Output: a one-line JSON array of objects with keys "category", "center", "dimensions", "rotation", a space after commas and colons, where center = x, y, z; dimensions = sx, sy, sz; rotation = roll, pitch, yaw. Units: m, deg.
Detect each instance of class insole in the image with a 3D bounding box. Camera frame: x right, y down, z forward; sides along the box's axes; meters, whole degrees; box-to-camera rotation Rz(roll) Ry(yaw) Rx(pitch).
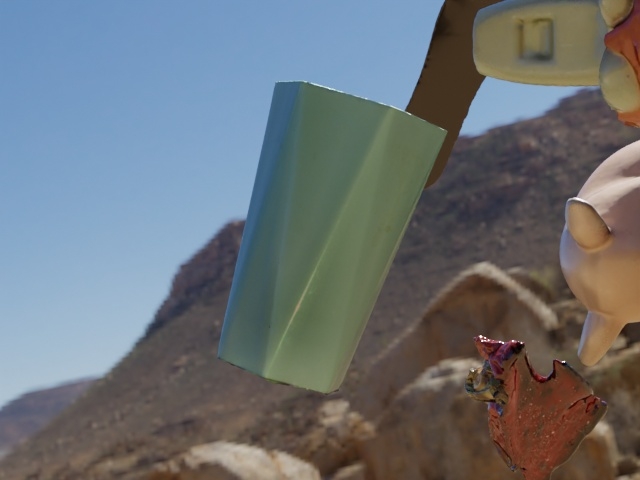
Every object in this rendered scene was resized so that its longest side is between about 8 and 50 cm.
[{"category": "insole", "center": [0.170, -0.213, 1.527], "dimensions": [0.119, 0.348, 0.009], "rotation": [14, 21, -28]}]

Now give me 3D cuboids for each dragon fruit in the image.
[{"category": "dragon fruit", "center": [0.209, 0.168, 1.263], "dimensions": [0.122, 0.092, 0.192], "rotation": [-2, -37, 23]}]

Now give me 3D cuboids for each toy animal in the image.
[{"category": "toy animal", "center": [0.315, -0.012, 1.240], "dimensions": [0.154, 0.166, 0.250], "rotation": [-16, 15, 38]}]

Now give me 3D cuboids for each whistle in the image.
[{"category": "whistle", "center": [0.196, -0.108, 0.651], "dimensions": [0.253, 0.102, 0.106], "rotation": [4, -19, 32]}]

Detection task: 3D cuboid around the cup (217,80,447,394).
[{"category": "cup", "center": [0.000, 0.000, 1.045], "dimensions": [0.134, 0.236, 0.148], "rotation": [20, 4, 44]}]
